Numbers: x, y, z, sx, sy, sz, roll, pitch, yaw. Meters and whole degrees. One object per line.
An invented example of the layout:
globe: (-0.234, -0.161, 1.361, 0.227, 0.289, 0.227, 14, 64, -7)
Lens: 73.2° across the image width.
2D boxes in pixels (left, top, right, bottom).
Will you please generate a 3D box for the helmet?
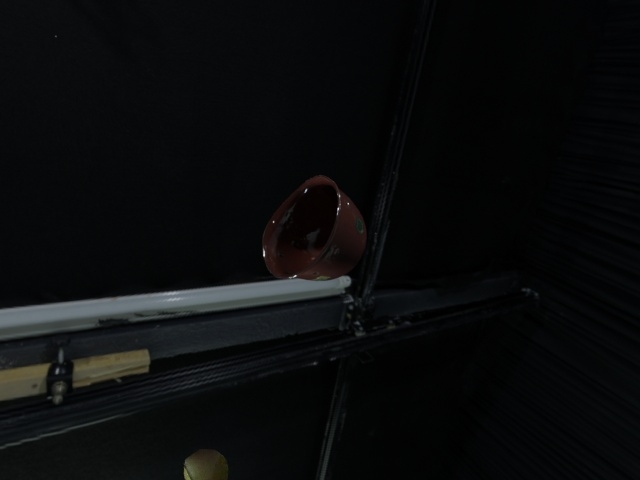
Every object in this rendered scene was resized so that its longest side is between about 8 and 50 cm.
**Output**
helmet: (0.000, 0.000, 0.629, 0.106, 0.175, 0.155, 28, -121, -36)

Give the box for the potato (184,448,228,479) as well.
potato: (-0.211, 0.447, 0.804, 0.066, 0.096, 0.103, -21, -27, -36)
